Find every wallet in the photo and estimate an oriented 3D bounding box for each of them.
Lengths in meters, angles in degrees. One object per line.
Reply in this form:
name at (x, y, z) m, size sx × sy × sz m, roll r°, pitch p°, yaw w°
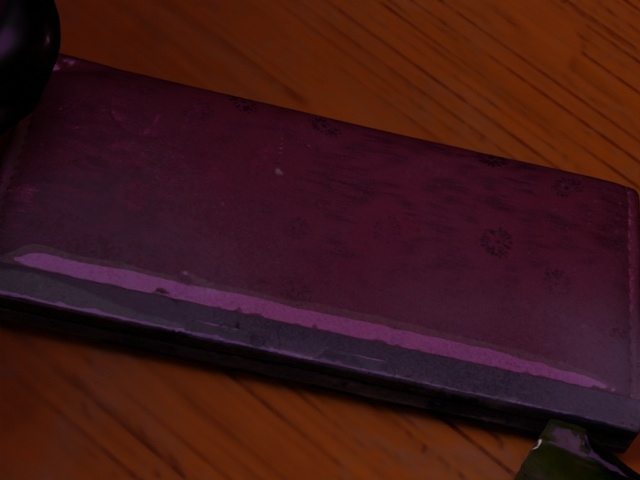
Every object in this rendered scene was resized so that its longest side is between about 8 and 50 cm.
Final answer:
wallet at (0.000, 0.000, 0.652) m, size 0.232 × 0.025 × 0.119 m, roll 13°, pitch 49°, yaw -4°

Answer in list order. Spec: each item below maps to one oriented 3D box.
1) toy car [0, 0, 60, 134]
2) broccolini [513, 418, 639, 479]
toy car at (-0.232, -0.093, 0.540) m, size 0.240 × 0.271 × 0.341 m, roll 1°, pitch 54°, yaw 17°
broccolini at (0.185, 0.118, 0.587) m, size 0.254 × 0.057 × 0.071 m, roll 29°, pitch 6°, yaw 6°
